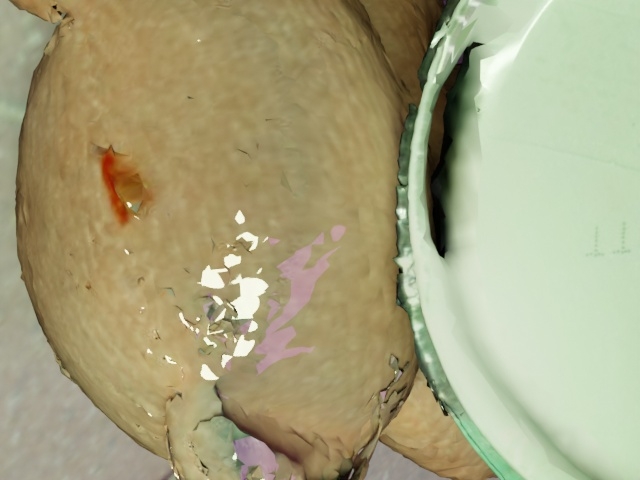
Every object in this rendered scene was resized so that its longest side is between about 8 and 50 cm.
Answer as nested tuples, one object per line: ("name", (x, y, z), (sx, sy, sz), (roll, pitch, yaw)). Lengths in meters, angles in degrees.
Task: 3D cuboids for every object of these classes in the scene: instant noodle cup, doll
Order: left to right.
("doll", (0.000, 0.000, 0.514), (0.156, 0.201, 0.303), (-22, 165, 25))
("instant noodle cup", (0.146, 0.001, 0.394), (0.190, 0.251, 0.251), (21, 100, -54))
